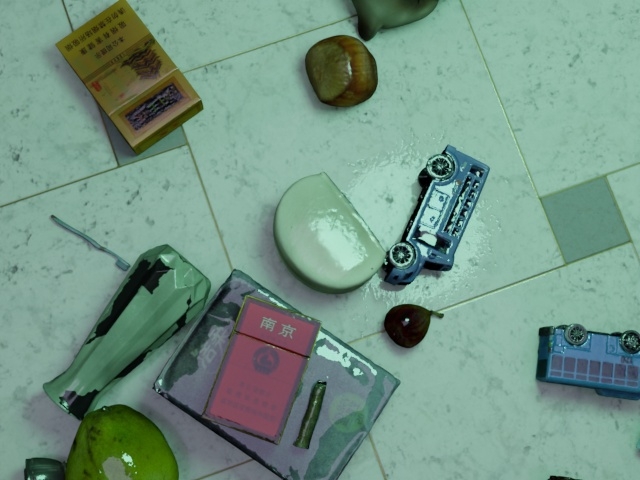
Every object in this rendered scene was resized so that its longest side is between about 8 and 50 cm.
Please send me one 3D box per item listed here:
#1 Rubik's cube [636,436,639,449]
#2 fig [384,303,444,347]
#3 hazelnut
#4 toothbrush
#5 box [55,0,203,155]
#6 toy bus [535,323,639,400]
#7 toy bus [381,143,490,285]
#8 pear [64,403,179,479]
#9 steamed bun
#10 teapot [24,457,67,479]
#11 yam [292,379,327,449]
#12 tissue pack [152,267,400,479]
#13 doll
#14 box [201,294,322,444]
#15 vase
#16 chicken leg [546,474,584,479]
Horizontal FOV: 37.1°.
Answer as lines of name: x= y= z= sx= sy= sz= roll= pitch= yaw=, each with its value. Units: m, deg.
Rubik's cube: x=0.674 y=0.390 z=1.883 sx=0.084 sy=0.073 sz=0.075 roll=39 pitch=117 yaw=20
fig: x=0.190 y=0.157 z=1.905 sx=0.125 sy=0.089 sz=0.089 roll=-27 pitch=83 yaw=-31
hazelnut: x=0.046 y=-0.346 z=1.952 sx=0.150 sy=0.150 sz=0.150 roll=0 pitch=81 yaw=-2
toothbrush: x=-0.467 y=0.003 z=1.930 sx=0.193 sy=0.013 sz=0.019 roll=34 pitch=90 yaw=3
box: x=-0.388 y=-0.335 z=1.954 sx=0.174 sy=0.076 sz=0.274 roll=-37 pitch=84 yaw=-6
toy bus: x=0.553 y=0.239 z=1.881 sx=0.234 sy=0.116 sz=0.133 roll=8 pitch=82 yaw=1
toy bus: x=0.228 y=-0.034 z=1.905 sx=0.133 sy=0.125 sz=0.292 roll=25 pitch=80 yaw=1
pear: x=-0.369 y=0.435 z=1.771 sx=0.212 sy=0.212 sz=0.269 roll=-17 pitch=93 yaw=-4
steamed bun: x=0.000 y=0.000 z=1.879 sx=0.164 sy=0.146 sz=0.241 roll=-37 pitch=85 yaw=-10
teapot: x=-0.521 y=0.472 z=1.834 sx=0.091 sy=0.124 sz=0.092 roll=-4 pitch=40 yaw=-18
yam: x=-0.019 y=0.321 z=1.767 sx=0.033 sy=0.027 sz=0.129 roll=16 pitch=82 yaw=0
tissue pack: x=-0.085 y=0.278 z=1.846 sx=0.394 sy=0.124 sz=0.288 roll=35 pitch=81 yaw=3
doll: x=0.221 y=-0.581 z=1.945 sx=0.370 sy=0.226 sz=0.215 roll=-38 pitch=119 yaw=-11
box: x=-0.106 y=0.237 z=1.754 sx=0.153 sy=0.074 sz=0.239 roll=19 pitch=82 yaw=6
vase: x=-0.374 y=0.177 z=1.842 sx=0.165 sy=0.165 sz=0.360 roll=41 pitch=86 yaw=4
chicken leg: x=0.427 y=0.544 z=1.817 sx=0.361 sy=0.140 sz=0.211 roll=13 pitch=89 yaw=-4
